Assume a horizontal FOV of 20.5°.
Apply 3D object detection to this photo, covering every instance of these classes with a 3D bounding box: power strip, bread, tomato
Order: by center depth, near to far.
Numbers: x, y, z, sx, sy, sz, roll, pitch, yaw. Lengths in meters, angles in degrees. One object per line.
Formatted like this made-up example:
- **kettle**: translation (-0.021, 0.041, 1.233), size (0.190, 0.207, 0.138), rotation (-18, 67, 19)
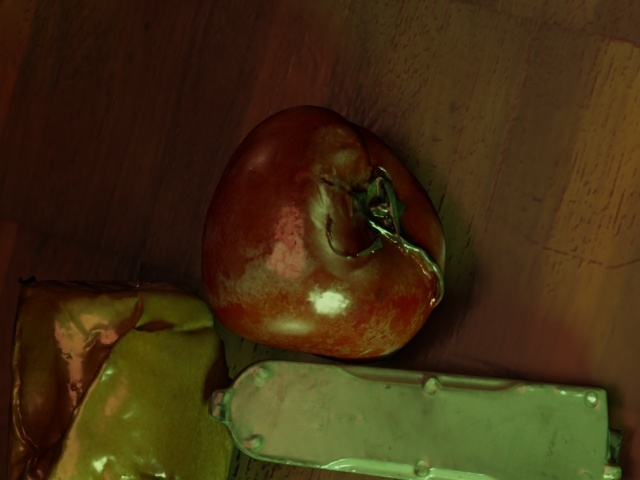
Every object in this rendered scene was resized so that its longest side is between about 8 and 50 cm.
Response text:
- **power strip**: translation (0.065, 0.128, 1.218), size (0.285, 0.048, 0.080), rotation (6, 84, -2)
- **tomato**: translation (0.000, 0.000, 1.236), size (0.151, 0.187, 0.187), rotation (-30, 77, 49)
- **bread**: translation (-0.148, 0.194, 1.252), size (0.148, 0.195, 0.344), rotation (11, 93, 22)
